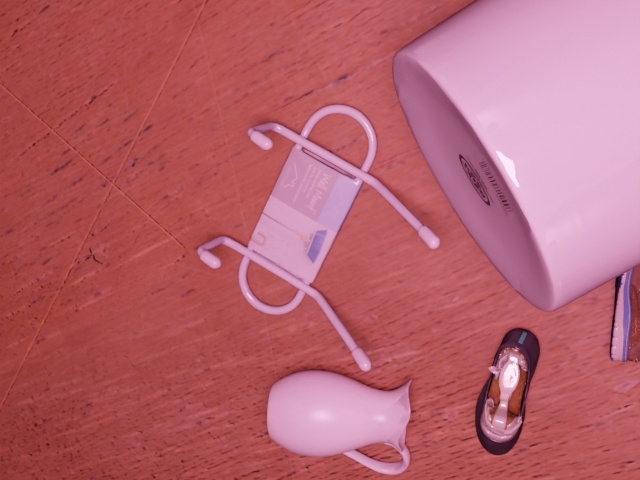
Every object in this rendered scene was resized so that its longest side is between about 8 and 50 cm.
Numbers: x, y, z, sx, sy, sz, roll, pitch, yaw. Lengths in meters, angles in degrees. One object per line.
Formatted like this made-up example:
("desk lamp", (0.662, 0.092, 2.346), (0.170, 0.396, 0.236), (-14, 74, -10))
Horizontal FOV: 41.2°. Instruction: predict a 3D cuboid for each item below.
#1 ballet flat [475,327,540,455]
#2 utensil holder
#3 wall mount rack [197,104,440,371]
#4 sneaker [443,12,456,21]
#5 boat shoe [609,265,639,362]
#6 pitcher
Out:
("ballet flat", (0.255, 0.220, 1.184), (0.074, 0.074, 0.203), (16, 109, 16))
("utensil holder", (0.311, -0.153, 0.854), (0.386, 0.327, 0.327), (-31, 92, 0))
("wall mount rack", (0.000, 0.000, 1.189), (0.304, 0.130, 0.350), (31, 113, 11))
("sneaker", (0.238, -0.181, 1.042), (0.145, 0.090, 0.270), (-33, 70, 23))
("boat shoe", (0.413, 0.072, 1.093), (0.066, 0.066, 0.183), (4, 115, 15))
("pitcher", (0.032, 0.279, 1.266), (0.207, 0.125, 0.177), (1, 120, 9))
